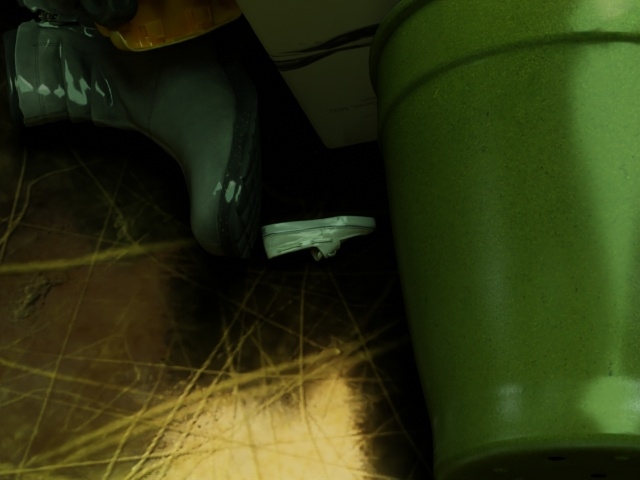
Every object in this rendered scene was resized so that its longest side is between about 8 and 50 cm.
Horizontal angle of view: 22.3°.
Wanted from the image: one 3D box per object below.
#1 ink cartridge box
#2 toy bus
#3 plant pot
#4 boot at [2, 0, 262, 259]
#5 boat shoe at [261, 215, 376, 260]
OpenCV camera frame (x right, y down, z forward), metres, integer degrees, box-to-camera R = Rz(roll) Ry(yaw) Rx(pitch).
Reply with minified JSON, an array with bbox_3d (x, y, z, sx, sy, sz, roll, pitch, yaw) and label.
[{"bbox_3d":[0.015,-0.297,1.347,0.166,0.395,0.285,-11,62,14],"label":"ink cartridge box"},{"bbox_3d":[-0.187,-0.273,1.392,0.149,0.220,0.211,-24,15,-36],"label":"toy bus"},{"bbox_3d":[0.208,0.023,1.228,0.366,0.366,0.353,5,66,-2],"label":"plant pot"},{"bbox_3d":[-0.165,-0.110,1.413,0.222,0.118,0.338,-2,44,-4],"label":"boot"},{"bbox_3d":[0.000,0.000,1.391,0.100,0.035,0.035,-6,83,-14],"label":"boat shoe"}]
